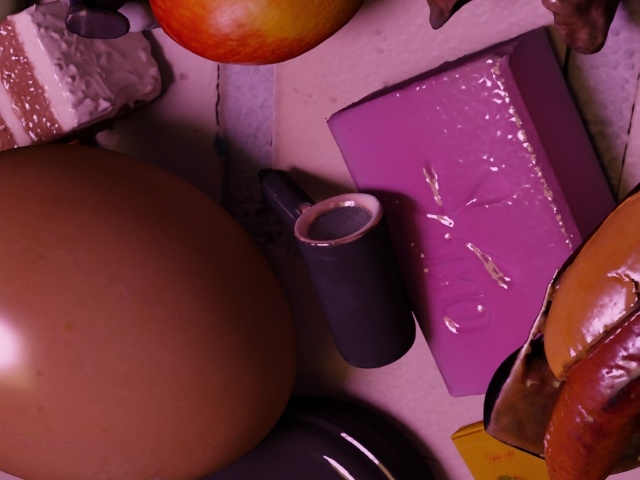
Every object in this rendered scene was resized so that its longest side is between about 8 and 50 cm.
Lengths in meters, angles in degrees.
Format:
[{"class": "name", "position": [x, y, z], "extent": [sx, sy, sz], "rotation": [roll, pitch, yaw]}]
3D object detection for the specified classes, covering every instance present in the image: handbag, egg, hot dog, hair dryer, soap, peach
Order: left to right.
[{"class": "egg", "position": [-0.201, 0.071, 1.075], "extent": [0.374, 0.301, 0.301], "rotation": [16, 129, -3]}, {"class": "peach", "position": [-0.054, -0.225, 0.900], "extent": [0.192, 0.190, 0.190], "rotation": [-15, 102, 43]}, {"class": "handbag", "position": [-0.007, 0.271, 1.194], "extent": [0.308, 0.093, 0.254], "rotation": [-4, 111, 42]}, {"class": "hair dryer", "position": [0.000, 0.000, 1.012], "extent": [0.255, 0.070, 0.128], "rotation": [48, 160, 60]}, {"class": "soap", "position": [0.133, -0.011, 0.925], "extent": [0.181, 0.081, 0.259], "rotation": [-14, 103, 44]}, {"class": "hot dog", "position": [0.241, 0.065, 0.782], "extent": [0.194, 0.107, 0.326], "rotation": [29, 116, 8]}]

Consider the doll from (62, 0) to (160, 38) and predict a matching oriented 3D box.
[{"class": "doll", "position": [-0.155, -0.239, 0.984], "extent": [0.195, 0.153, 0.258], "rotation": [121, 153, -59]}]

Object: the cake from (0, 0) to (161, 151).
[{"class": "cake", "position": [-0.245, -0.160, 1.133], "extent": [0.147, 0.135, 0.134], "rotation": [-26, 92, 46]}]

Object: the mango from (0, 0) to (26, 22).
[{"class": "mango", "position": [-0.390, -0.223, 1.249], "extent": [0.251, 0.114, 0.156], "rotation": [-16, 91, 32]}]

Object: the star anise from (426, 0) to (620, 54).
[{"class": "star anise", "position": [0.158, -0.258, 0.749], "extent": [0.315, 0.108, 0.315], "rotation": [22, 127, 32]}]

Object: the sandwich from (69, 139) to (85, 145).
[{"class": "sandwich", "position": [-0.328, -0.068, 1.277], "extent": [0.184, 0.109, 0.160], "rotation": [24, 129, 29]}]

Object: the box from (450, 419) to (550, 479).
[{"class": "box", "position": [0.184, 0.224, 1.052], "extent": [0.087, 0.023, 0.155], "rotation": [-27, 94, 48]}]
